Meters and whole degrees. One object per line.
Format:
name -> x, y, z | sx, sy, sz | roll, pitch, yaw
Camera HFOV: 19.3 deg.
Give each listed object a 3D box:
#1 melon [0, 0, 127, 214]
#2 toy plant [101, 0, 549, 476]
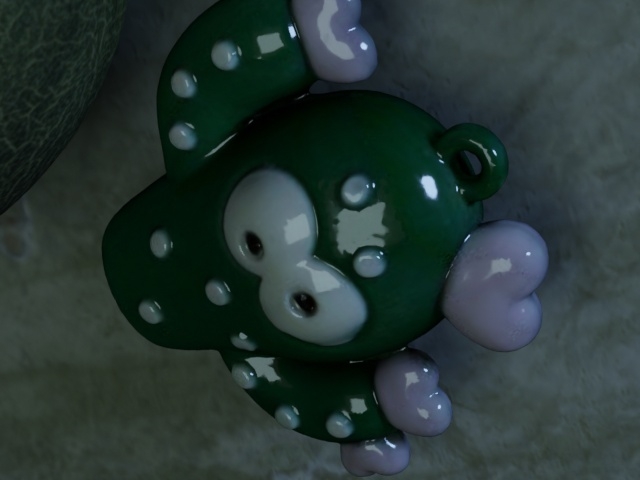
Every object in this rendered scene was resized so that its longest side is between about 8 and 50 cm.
melon -> -0.227, -0.112, 0.943 | 0.302, 0.237, 0.237 | -38, 92, 30
toy plant -> -0.001, -0.005, 0.956 | 0.232, 0.112, 0.243 | 43, 129, 5
